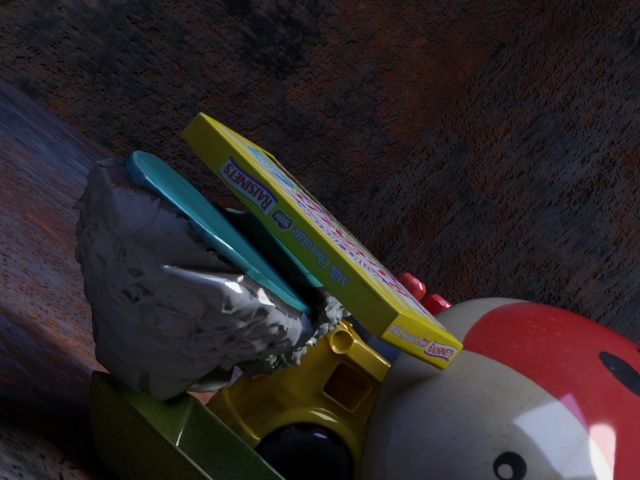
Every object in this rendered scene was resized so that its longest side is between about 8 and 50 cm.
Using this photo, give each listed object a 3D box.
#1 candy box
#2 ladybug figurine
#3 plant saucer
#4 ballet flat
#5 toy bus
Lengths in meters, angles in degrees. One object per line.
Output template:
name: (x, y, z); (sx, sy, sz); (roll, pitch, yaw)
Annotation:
candy box: (0.000, 0.000, 1.032); (0.206, 0.027, 0.105); (45, 10, 29)
ladybug figurine: (0.176, 0.185, 1.150); (0.449, 0.162, 0.305); (-9, 88, -64)
plant saucer: (-0.061, 0.166, 1.028); (0.188, 0.045, 0.188); (40, 2, 17)
ballet flat: (-0.070, 0.044, 1.024); (0.147, 0.147, 0.409); (40, 4, 14)
toy bus: (0.048, 0.143, 1.271); (0.220, 0.211, 0.149); (41, 0, -15)
